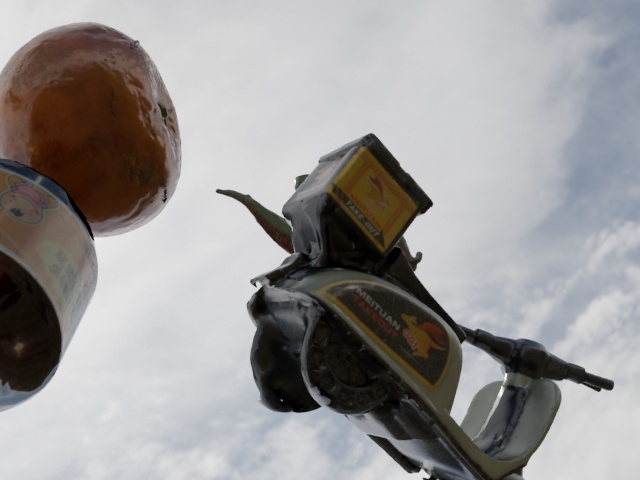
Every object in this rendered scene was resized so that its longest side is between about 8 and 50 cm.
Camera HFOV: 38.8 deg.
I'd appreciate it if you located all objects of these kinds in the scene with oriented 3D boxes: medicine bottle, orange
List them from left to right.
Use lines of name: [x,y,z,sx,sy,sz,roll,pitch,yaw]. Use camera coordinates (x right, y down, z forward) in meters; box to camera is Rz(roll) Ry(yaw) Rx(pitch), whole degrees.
medicine bottle: [-0.372,0.103,0.882,0.242,0.395,0.243,2,-54,3]
orange: [-0.304,-0.142,1.199,0.225,0.284,0.284,-11,-46,8]

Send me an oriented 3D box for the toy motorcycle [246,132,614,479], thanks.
toy motorcycle: [0.067,0.081,0.548,0.263,0.091,0.157,46,-119,-16]

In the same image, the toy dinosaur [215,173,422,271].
toy dinosaur: [0.000,0.000,1.004,0.242,0.053,0.168,6,-93,-22]
